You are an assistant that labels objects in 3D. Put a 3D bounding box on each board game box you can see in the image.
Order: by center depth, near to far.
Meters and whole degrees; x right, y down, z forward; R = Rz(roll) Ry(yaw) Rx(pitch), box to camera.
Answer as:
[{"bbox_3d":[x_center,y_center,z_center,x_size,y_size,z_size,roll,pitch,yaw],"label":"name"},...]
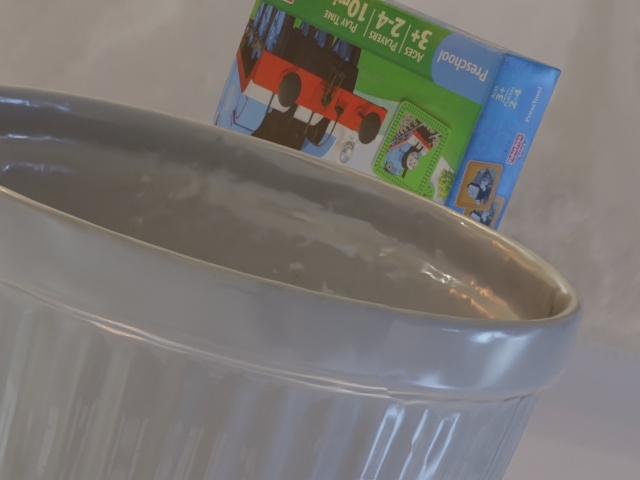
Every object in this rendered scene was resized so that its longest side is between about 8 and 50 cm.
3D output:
[{"bbox_3d":[0.000,0.000,0.802,0.039,0.160,0.211,11,-77,-41],"label":"board game box"}]

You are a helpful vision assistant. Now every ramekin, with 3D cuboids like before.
[{"bbox_3d":[-0.039,0.035,0.545,0.207,0.207,0.109,17,-79,-2],"label":"ramekin"}]
